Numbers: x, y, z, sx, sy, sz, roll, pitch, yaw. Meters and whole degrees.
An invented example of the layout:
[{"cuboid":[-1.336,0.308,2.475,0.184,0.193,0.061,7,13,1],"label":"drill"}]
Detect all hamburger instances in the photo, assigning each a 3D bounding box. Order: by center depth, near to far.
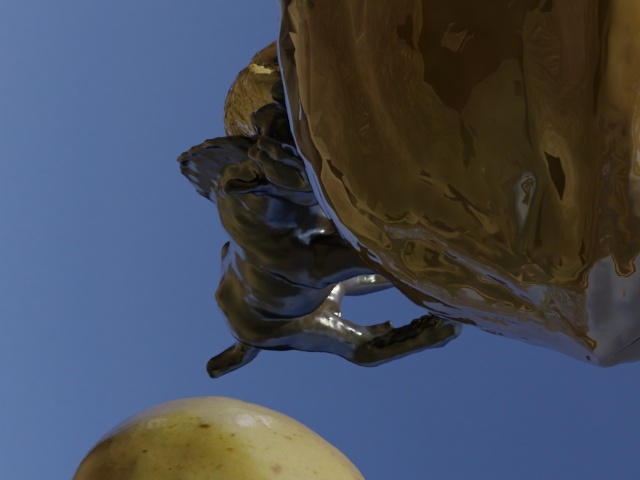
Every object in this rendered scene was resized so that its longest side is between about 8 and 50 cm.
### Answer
[{"cuboid":[-0.002,-0.084,0.929,0.083,0.138,0.147,-56,-167,-28],"label":"hamburger"}]

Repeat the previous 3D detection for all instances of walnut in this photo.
[{"cuboid":[0.096,-0.086,0.418,0.225,0.225,0.260,-16,-120,43],"label":"walnut"}]

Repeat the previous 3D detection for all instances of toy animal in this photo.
[{"cuboid":[0.000,0.000,0.623,0.232,0.148,0.084,109,-12,-59],"label":"toy animal"}]

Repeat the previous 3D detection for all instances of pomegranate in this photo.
[{"cuboid":[-0.102,0.281,1.056,0.319,0.319,0.319,-13,-108,44],"label":"pomegranate"}]
